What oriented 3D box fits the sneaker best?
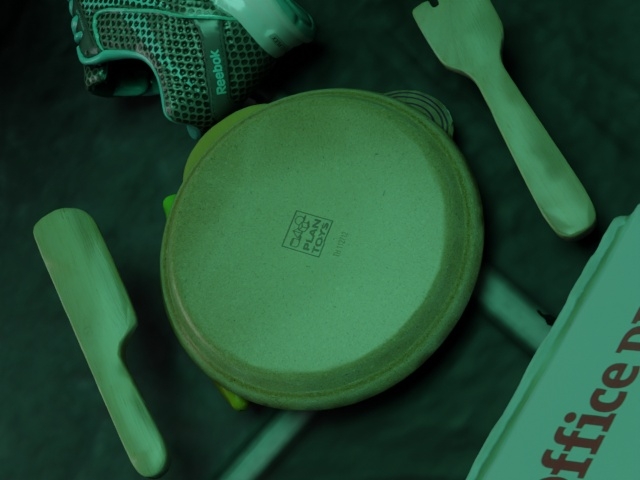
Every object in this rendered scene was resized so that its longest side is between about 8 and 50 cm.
[{"bbox_3d":[-0.082,-0.097,0.666,0.166,0.065,0.076,33,90,37],"label":"sneaker"}]

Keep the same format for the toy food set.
[{"bbox_3d":[0.000,0.000,0.595,0.192,0.038,0.132,-29,64,8],"label":"toy food set"}]

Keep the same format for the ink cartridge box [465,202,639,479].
[{"bbox_3d":[0.156,0.073,0.400,0.212,0.093,0.154,7,39,29],"label":"ink cartridge box"}]
